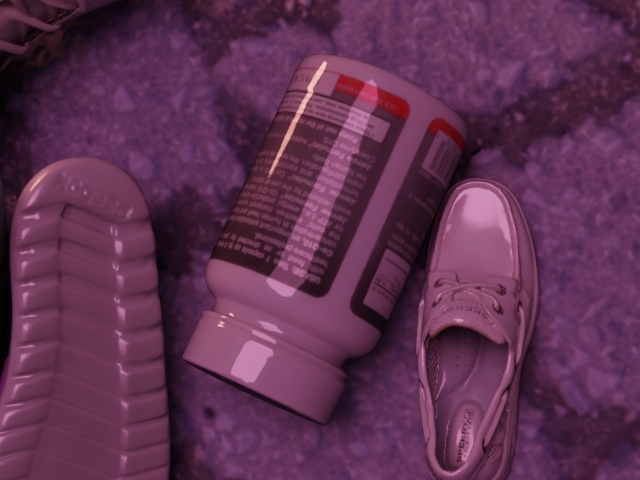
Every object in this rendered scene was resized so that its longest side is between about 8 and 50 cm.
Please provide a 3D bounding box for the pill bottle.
[{"bbox_3d":[0.000,0.000,1.443,0.161,0.161,0.283,22,82,18],"label":"pill bottle"}]

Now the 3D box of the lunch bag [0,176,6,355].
[{"bbox_3d":[-0.384,0.032,1.440,0.224,0.108,0.279,6,116,0],"label":"lunch bag"}]

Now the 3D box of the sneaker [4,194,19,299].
[{"bbox_3d":[-0.331,0.034,1.556,0.293,0.102,0.146,6,102,3],"label":"sneaker"}]

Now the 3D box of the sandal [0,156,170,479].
[{"bbox_3d":[-0.214,0.136,1.486,0.169,0.102,0.416,8,91,-20],"label":"sandal"}]

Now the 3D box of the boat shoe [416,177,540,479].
[{"bbox_3d":[0.129,0.072,1.426,0.098,0.096,0.277,-1,75,14],"label":"boat shoe"}]

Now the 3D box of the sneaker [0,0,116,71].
[{"bbox_3d":[-0.293,-0.171,1.531,0.448,0.169,0.257,-16,57,19],"label":"sneaker"}]
